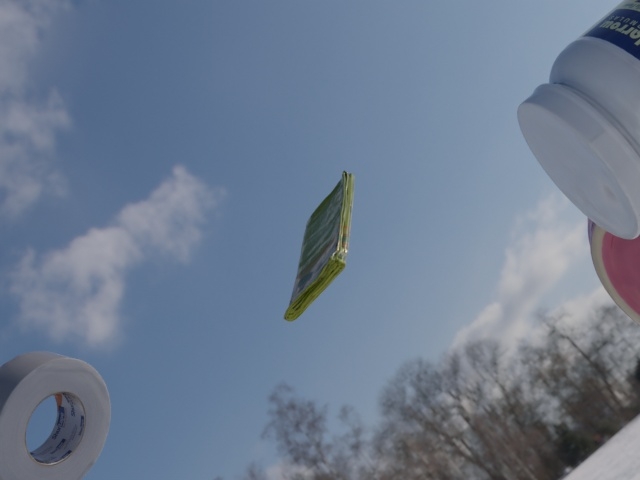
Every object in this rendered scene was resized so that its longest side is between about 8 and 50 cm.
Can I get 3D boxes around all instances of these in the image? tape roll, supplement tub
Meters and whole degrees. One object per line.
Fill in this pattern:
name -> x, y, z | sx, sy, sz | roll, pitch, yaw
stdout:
tape roll -> -0.435, 0.286, 1.342 | 0.219, 0.072, 0.219 | -12, -75, -54
supplement tub -> 0.412, -0.178, 0.969 | 0.325, 0.235, 0.235 | -39, -23, -1

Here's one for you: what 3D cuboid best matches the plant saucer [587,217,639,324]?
plant saucer -> 0.519, 0.030, 1.239 | 0.084, 0.332, 0.332 | -36, -22, -27

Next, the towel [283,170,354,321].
towel -> 0.000, 0.000, 1.044 | 0.102, 0.021, 0.237 | -47, 16, 25
